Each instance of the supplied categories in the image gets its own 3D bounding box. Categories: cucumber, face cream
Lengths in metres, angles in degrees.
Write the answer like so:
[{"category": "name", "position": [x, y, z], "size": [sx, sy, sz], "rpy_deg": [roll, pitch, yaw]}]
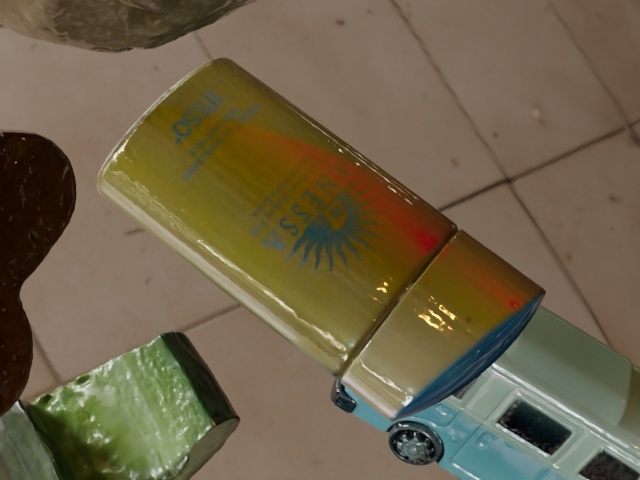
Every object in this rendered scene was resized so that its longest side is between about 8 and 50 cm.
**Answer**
[{"category": "cucumber", "position": [-0.167, 0.166, 0.841], "size": [0.191, 0.191, 0.130], "rpy_deg": [-25, 80, -44]}, {"category": "face cream", "position": [0.000, 0.000, 0.703], "size": [0.285, 0.067, 0.139], "rpy_deg": [37, 67, 10]}]

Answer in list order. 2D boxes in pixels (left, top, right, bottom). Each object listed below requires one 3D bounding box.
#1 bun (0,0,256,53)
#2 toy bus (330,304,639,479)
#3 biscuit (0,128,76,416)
[{"category": "bun", "position": [-0.111, -0.227, 0.472], "size": [0.281, 0.205, 0.282], "rpy_deg": [0, 92, -3]}, {"category": "toy bus", "position": [0.164, 0.134, 0.924], "size": [0.271, 0.165, 0.133], "rpy_deg": [31, 40, 0]}, {"category": "biscuit", "position": [-0.176, 0.028, 0.384], "size": [0.236, 0.039, 0.180], "rpy_deg": [-67, 148, -34]}]
